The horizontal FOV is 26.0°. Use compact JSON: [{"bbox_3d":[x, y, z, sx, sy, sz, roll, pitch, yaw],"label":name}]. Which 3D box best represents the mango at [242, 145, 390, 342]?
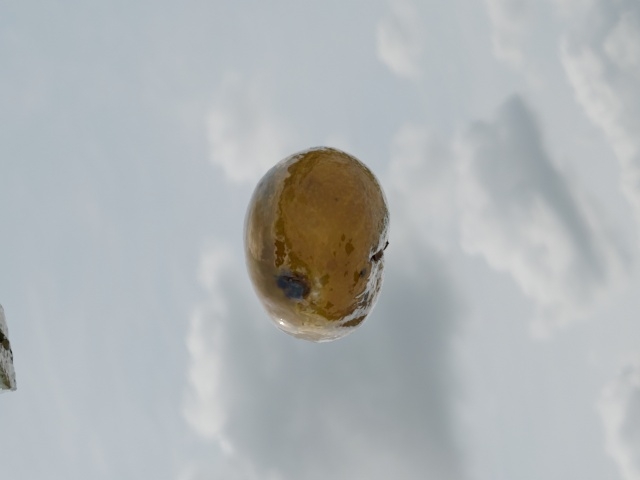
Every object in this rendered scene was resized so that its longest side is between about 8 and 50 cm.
[{"bbox_3d":[0.006,0.000,1.263,0.295,0.120,0.177,-39,-52,-77],"label":"mango"}]

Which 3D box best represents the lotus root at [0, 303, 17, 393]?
[{"bbox_3d":[-0.254,0.023,0.899,0.144,0.070,0.143,87,168,-64],"label":"lotus root"}]
